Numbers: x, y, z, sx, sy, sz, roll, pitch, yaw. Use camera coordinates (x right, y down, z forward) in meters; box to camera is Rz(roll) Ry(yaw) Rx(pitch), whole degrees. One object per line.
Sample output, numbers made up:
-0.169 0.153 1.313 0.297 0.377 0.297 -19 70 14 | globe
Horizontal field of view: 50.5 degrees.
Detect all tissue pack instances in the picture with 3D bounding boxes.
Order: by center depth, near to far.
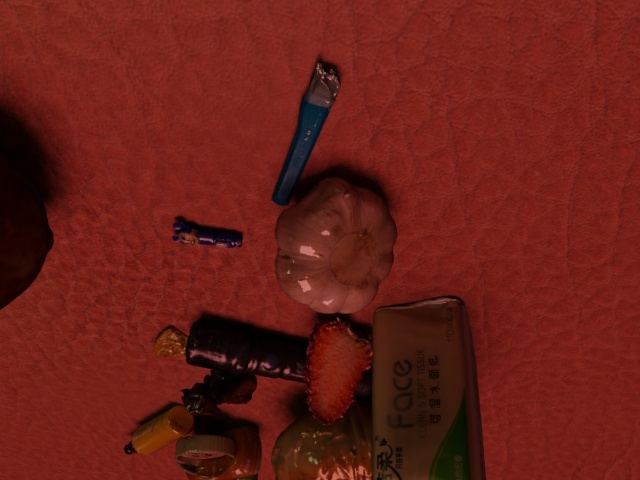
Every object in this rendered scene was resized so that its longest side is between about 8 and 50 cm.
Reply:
0.214 0.372 1.330 0.206 0.404 0.331 -6 140 15 | tissue pack

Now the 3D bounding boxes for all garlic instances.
0.000 0.000 1.096 0.219 0.218 0.212 35 171 -34 | garlic

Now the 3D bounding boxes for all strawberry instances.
0.012 0.253 1.378 0.167 0.208 0.087 39 164 -28 | strawberry

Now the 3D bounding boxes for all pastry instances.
0.083 0.532 1.653 0.410 0.244 0.409 2 138 2 | pastry

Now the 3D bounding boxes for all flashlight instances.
-0.195 -0.003 1.171 0.121 0.035 0.057 9 140 -8 | flashlight
-0.073 0.257 1.439 0.424 0.103 0.103 15 139 -16 | flashlight

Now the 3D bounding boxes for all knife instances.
-0.028 -0.145 1.000 0.044 0.026 0.296 15 142 -11 | knife

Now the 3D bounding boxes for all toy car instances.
-0.285 0.554 1.761 0.235 0.145 0.235 -1 147 0 | toy car

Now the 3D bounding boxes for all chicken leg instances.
-0.205 0.313 1.422 0.113 0.093 0.304 34 -177 7 | chicken leg

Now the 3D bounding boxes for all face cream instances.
-0.437 0.512 1.784 0.078 0.078 0.273 30 134 -30 | face cream

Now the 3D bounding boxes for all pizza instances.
-0.304 0.231 1.473 0.109 0.026 0.123 14 139 -18 | pizza

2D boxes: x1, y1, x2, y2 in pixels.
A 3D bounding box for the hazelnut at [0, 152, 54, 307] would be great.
-0.597 -0.005 0.964 0.421 0.352 0.421 -23 167 -6 | hazelnut
